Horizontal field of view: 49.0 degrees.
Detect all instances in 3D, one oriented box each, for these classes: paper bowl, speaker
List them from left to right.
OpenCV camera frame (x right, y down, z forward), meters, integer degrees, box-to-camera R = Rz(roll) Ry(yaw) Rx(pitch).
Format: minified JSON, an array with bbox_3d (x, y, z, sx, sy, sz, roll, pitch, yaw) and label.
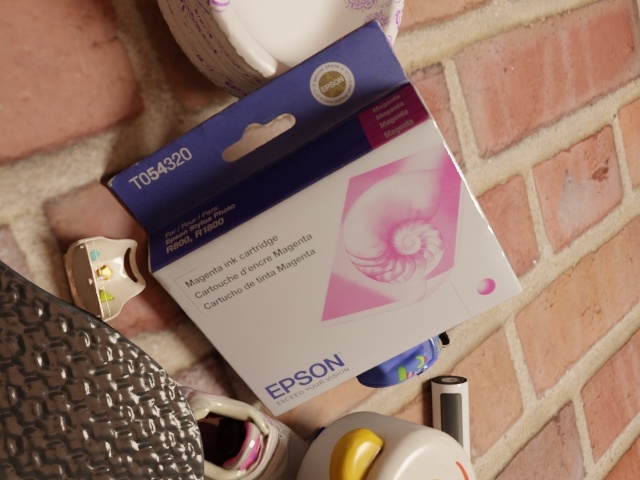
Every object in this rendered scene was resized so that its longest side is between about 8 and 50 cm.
[{"bbox_3d":[-0.052,-0.290,0.764,0.284,0.148,0.284,0,90,-40],"label":"paper bowl"},{"bbox_3d":[0.194,0.274,1.045,0.055,0.055,0.136,-5,94,-40],"label":"speaker"}]

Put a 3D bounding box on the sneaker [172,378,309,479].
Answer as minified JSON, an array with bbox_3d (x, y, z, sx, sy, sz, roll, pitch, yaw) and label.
[{"bbox_3d":[-0.091,0.230,0.763,0.252,0.111,0.103,32,71,-37],"label":"sneaker"}]

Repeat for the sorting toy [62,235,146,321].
[{"bbox_3d":[-0.211,0.033,0.706,0.075,0.045,0.083,-19,102,-46],"label":"sorting toy"}]

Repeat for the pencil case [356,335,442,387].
[{"bbox_3d":[0.060,0.037,0.876,0.119,0.133,0.306,-34,113,-35],"label":"pencil case"}]

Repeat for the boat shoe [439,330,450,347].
[{"bbox_3d":[0.135,0.100,0.994,0.152,0.049,0.056,44,64,-32],"label":"boat shoe"}]

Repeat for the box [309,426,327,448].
[{"bbox_3d":[0.019,0.331,0.884,0.137,0.072,0.126,-52,122,-28],"label":"box"}]

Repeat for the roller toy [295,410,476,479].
[{"bbox_3d":[0.079,0.296,0.790,0.191,0.146,0.209,-8,96,-41],"label":"roller toy"}]

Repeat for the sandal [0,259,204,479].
[{"bbox_3d":[-0.272,0.109,0.621,0.446,0.107,0.167,49,69,-15],"label":"sandal"}]

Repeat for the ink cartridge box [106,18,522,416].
[{"bbox_3d":[0.000,0.000,0.736,0.324,0.071,0.330,-29,119,12],"label":"ink cartridge box"}]
